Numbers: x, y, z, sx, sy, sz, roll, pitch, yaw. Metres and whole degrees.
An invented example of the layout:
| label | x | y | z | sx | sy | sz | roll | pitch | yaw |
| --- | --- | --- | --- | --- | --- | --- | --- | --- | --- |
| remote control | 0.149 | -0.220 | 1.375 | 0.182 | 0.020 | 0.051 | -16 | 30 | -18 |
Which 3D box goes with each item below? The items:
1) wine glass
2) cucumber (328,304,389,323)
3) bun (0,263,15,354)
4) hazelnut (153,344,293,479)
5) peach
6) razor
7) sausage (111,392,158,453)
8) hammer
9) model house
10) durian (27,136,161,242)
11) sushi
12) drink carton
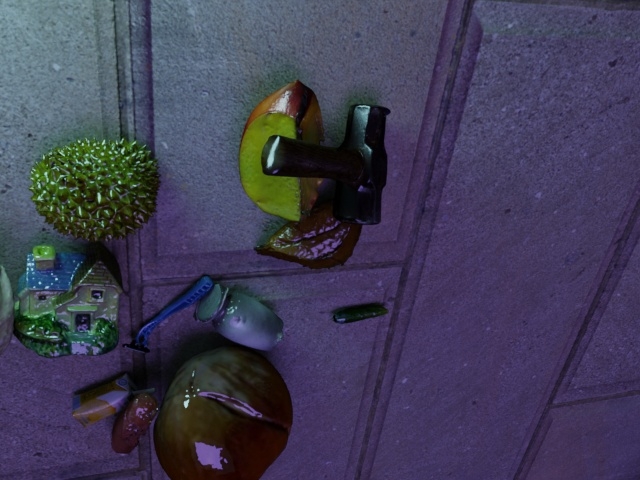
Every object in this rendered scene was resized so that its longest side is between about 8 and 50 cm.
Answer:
| label | x | y | z | sx | sy | sz | roll | pitch | yaw |
| --- | --- | --- | --- | --- | --- | --- | --- | --- | --- |
| wine glass | -0.186 | 0.186 | 1.520 | 0.204 | 0.111 | 0.111 | 33 | 109 | -30 |
| cucumber | 0.096 | 0.192 | 1.670 | 0.168 | 0.039 | 0.039 | -8 | 127 | -16 |
| bun | -0.760 | 0.130 | 1.176 | 0.349 | 0.227 | 0.352 | -24 | 117 | 17 |
| hazelnut | -0.242 | 0.434 | 1.553 | 0.315 | 0.372 | 0.372 | 2 | 135 | 28 |
| peach | -0.078 | -0.188 | 1.261 | 0.154 | 0.159 | 0.267 | 6 | 121 | 15 |
| razor | -0.349 | 0.170 | 1.497 | 0.253 | 0.042 | 0.082 | -40 | 149 | 9 |
| sausage | -0.465 | 0.460 | 1.577 | 0.087 | 0.079 | 0.326 | -28 | 163 | -38 |
| hammer | 0.010 | -0.148 | 1.187 | 0.409 | 0.095 | 0.242 | -4 | 101 | -60 |
| model house | -0.514 | 0.106 | 1.308 | 0.214 | 0.195 | 0.189 | 5 | 115 | -21 |
| durian | -0.423 | -0.094 | 1.206 | 0.237 | 0.176 | 0.200 | -5 | 107 | -2 |
| sushi | 0.000 | 0.000 | 1.443 | 0.287 | 0.140 | 0.149 | -32 | 91 | 5 |
| drink carton | -0.500 | 0.380 | 1.575 | 0.200 | 0.074 | 0.084 | -23 | 130 | -4 |
